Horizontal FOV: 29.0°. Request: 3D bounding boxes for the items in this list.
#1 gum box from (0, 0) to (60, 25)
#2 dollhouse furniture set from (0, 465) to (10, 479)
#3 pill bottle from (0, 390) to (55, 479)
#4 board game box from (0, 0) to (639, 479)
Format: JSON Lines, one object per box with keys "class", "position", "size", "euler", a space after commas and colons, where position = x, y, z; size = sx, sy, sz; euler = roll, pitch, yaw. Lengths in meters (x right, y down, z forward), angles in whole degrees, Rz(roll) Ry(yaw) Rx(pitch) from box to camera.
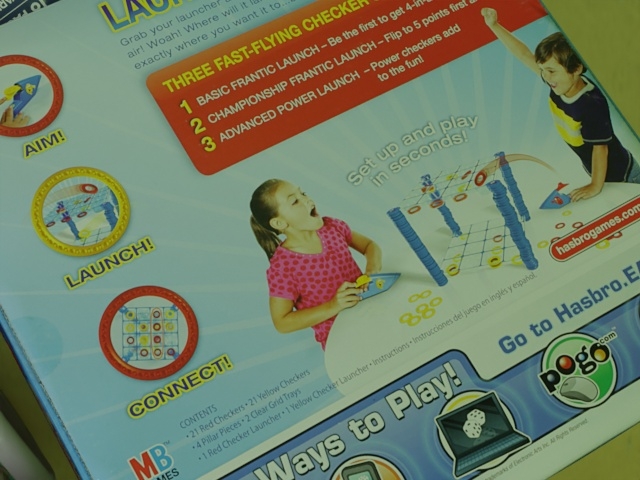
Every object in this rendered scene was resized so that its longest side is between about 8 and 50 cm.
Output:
{"class": "gum box", "position": [-0.149, -0.209, 0.599], "size": [0.157, 0.041, 0.184], "euler": [-37, 103, 0]}
{"class": "dollhouse furniture set", "position": [-0.251, 0.236, 0.683], "size": [0.303, 0.174, 0.355], "euler": [-28, 124, 1]}
{"class": "pill bottle", "position": [-0.270, 0.156, 0.712], "size": [0.208, 0.117, 0.117], "euler": [-35, 118, -12]}
{"class": "board game box", "position": [0.000, 0.000, 0.593], "size": [0.308, 0.086, 0.302], "euler": [-27, 75, -17]}
